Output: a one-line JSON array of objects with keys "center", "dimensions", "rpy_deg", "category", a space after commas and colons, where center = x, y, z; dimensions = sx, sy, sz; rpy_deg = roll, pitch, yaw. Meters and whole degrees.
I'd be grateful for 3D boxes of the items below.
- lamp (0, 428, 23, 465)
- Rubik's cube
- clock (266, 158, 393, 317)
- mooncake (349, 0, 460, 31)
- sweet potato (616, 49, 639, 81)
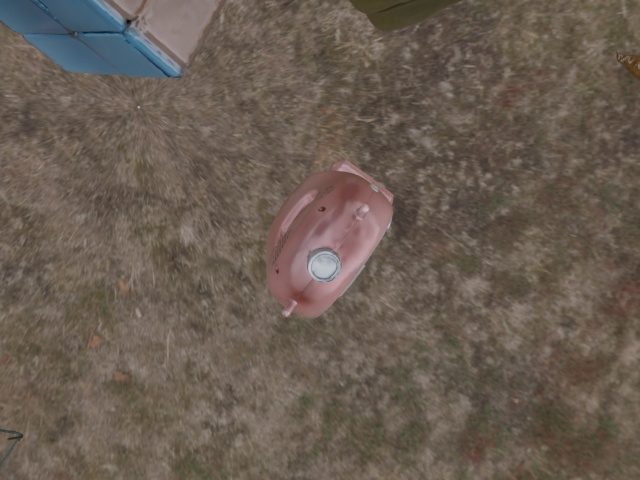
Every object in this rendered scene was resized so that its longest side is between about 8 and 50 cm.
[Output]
[{"center": [-0.438, 0.310, 1.139], "dimensions": [0.054, 0.041, 0.121], "rpy_deg": [34, 75, -55], "category": "lamp"}, {"center": [-0.222, -0.311, 0.834], "dimensions": [0.224, 0.231, 0.221], "rpy_deg": [39, 72, -44], "category": "Rubik's cube"}, {"center": [0.000, 0.000, 1.276], "dimensions": [0.142, 0.241, 0.227], "rpy_deg": [35, 104, -7], "category": "clock"}, {"center": [0.092, -0.518, 1.341], "dimensions": [0.200, 0.378, 0.379], "rpy_deg": [-22, 104, 23], "category": "mooncake"}, {"center": [0.468, -0.145, 0.980], "dimensions": [0.066, 0.314, 0.072], "rpy_deg": [-25, 145, -31], "category": "sweet potato"}]
